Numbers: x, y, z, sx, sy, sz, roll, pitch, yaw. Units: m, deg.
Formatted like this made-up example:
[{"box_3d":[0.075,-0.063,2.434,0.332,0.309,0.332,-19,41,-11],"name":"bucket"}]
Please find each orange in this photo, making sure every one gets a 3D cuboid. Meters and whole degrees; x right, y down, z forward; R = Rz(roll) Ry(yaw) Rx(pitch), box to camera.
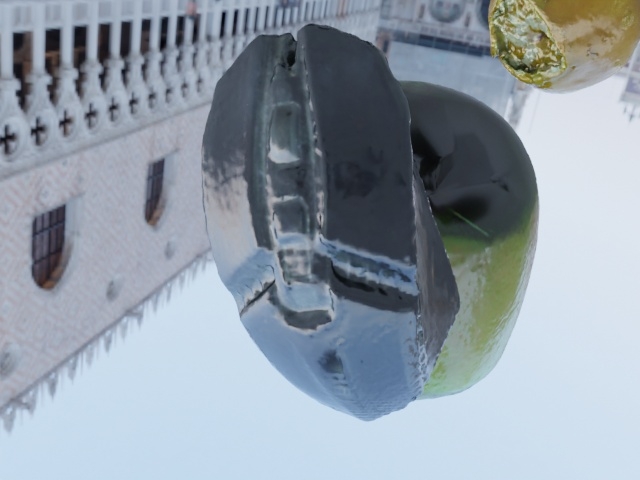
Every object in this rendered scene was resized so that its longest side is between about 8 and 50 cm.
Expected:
[{"box_3d":[0.240,-0.218,0.744,0.155,0.154,0.134,21,-130,25],"name":"orange"}]

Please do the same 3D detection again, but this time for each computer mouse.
[{"box_3d":[0.000,0.000,0.345,0.106,0.192,0.062,-7,-167,24],"name":"computer mouse"}]

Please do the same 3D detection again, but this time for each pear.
[{"box_3d":[0.096,-0.038,0.825,0.399,0.165,0.398,12,-125,-17],"name":"pear"}]
